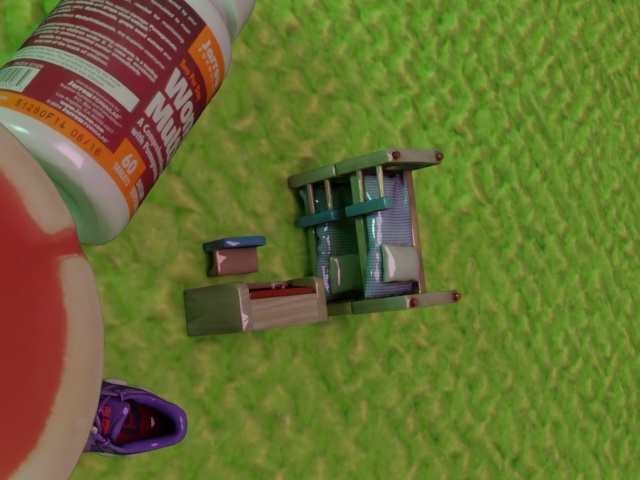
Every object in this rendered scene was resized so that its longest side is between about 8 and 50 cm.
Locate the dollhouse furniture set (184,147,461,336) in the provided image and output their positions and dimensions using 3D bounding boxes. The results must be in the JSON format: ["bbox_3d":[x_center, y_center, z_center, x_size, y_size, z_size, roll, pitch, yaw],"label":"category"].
[{"bbox_3d":[0.000,0.000,0.662,0.184,0.129,0.129,-3,84,-42],"label":"dollhouse furniture set"}]

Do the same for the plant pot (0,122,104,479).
[{"bbox_3d":[-0.237,0.055,0.329,0.275,0.243,0.275,31,49,-43],"label":"plant pot"}]

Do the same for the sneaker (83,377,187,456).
[{"bbox_3d":[-0.162,0.109,0.539,0.170,0.071,0.068,12,74,-39],"label":"sneaker"}]

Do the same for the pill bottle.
[{"bbox_3d":[-0.136,-0.115,0.569,0.121,0.121,0.221,44,57,-27],"label":"pill bottle"}]
